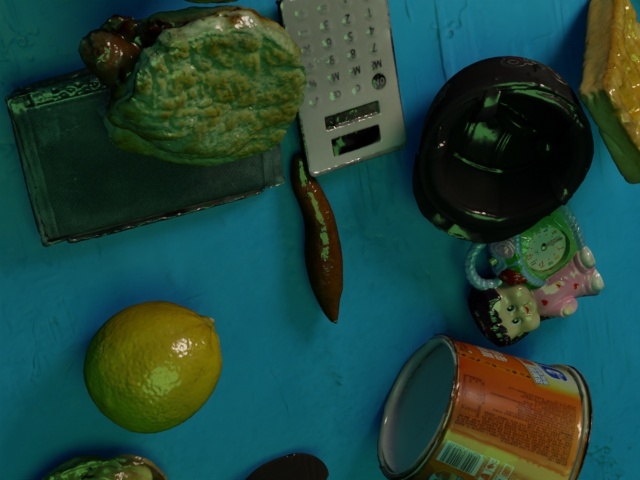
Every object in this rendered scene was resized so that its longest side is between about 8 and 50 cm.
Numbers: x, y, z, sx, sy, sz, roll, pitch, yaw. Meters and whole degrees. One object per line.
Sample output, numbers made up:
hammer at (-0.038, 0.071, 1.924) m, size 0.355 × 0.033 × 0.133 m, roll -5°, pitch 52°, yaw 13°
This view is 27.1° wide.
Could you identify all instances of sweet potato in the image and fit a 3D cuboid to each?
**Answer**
sweet potato at (0.001, -0.001, 1.886) m, size 0.057 × 0.057 × 0.265 m, roll -13°, pitch 113°, yaw -12°

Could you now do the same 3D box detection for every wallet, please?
wallet at (-0.224, -0.134, 1.743) m, size 0.342 × 0.075 × 0.237 m, roll -16°, pitch 124°, yaw -13°

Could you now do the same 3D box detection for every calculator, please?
calculator at (0.032, -0.221, 1.799) m, size 0.161 × 0.021 × 0.262 m, roll -20°, pitch 116°, yaw -18°

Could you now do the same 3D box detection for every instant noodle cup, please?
instant noodle cup at (0.232, 0.281, 1.974) m, size 0.214 × 0.296 × 0.296 m, roll 24°, pitch 104°, yaw -17°

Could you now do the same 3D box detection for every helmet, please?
helmet at (0.246, -0.143, 1.838) m, size 0.230 × 0.160 × 0.279 m, roll 17°, pitch 132°, yaw -13°

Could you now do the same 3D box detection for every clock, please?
clock at (0.304, 0.049, 1.984) m, size 0.195 × 0.100 × 0.194 m, roll -31°, pitch 115°, yaw -6°

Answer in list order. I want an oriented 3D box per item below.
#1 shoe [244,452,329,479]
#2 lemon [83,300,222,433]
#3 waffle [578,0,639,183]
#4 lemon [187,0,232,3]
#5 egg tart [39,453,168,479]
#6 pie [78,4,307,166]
shoe at (-0.104, 0.424, 2.020) m, size 0.275 × 0.103 × 0.098 m, roll -30°, pitch 138°, yaw -3°
lemon at (-0.226, 0.169, 1.818) m, size 0.203 × 0.178 × 0.178 m, roll -39°, pitch 119°, yaw 4°
waffle at (0.416, -0.216, 1.820) m, size 0.057 × 0.274 × 0.168 m, roll -19°, pitch 125°, yaw 30°
lemon at (-0.127, -0.437, 1.501) m, size 0.336 × 0.336 × 0.336 m, roll -7°, pitch 115°, yaw -15°
egg tart at (-0.323, 0.417, 1.943) m, size 0.241 × 0.106 × 0.241 m, roll -9°, pitch 120°, yaw -17°
pie at (-0.143, -0.180, 1.603) m, size 0.257 × 0.105 × 0.274 m, roll -10°, pitch 149°, yaw -3°
